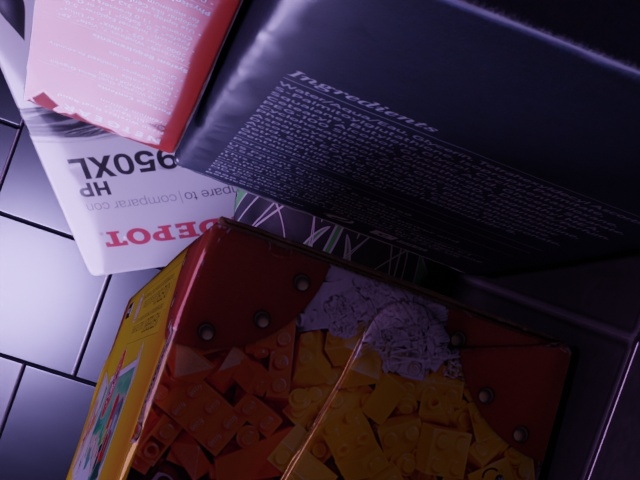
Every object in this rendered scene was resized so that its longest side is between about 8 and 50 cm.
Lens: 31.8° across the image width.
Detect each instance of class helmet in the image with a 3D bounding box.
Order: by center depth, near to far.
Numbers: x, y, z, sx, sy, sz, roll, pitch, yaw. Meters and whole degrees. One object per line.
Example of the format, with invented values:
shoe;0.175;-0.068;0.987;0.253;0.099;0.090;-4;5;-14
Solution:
helmet;0.016;-0.022;0.801;0.161;0.169;0.169;-68;4;-55

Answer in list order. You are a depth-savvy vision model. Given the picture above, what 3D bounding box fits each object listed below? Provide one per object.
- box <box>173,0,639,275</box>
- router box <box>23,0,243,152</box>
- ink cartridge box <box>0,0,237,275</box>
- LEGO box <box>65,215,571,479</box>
box;0.092;-0.163;0.525;0.395;0.212;0.293;158;131;-77
router box;-0.028;-0.250;0.489;0.301;0.082;0.335;132;155;-65
ink cartridge box;-0.102;-0.181;0.905;0.166;0.285;0.395;-85;-16;-51
LEGO box;-0.075;0.218;0.727;0.500;0.193;0.372;155;134;-75
